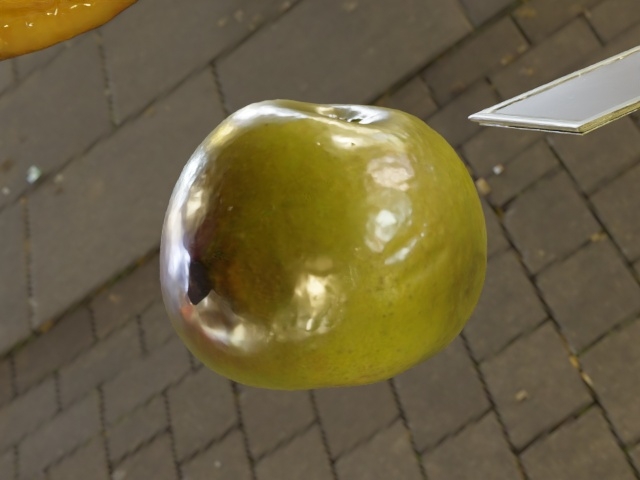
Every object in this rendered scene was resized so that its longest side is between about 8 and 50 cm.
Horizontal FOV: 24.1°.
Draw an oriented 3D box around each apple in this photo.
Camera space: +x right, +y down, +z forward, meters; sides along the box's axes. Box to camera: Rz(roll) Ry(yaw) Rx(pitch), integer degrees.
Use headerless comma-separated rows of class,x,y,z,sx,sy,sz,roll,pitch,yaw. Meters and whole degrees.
apple,0.000,0.000,0.869,0.196,0.196,0.157,24,112,53

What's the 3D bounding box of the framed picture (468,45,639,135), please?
framed picture,0.224,-0.117,1.131,0.183,0.011,0.142,-24,17,-22

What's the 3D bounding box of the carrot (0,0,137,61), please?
carrot,-0.183,-0.085,0.422,0.302,0.114,0.114,-2,50,34
